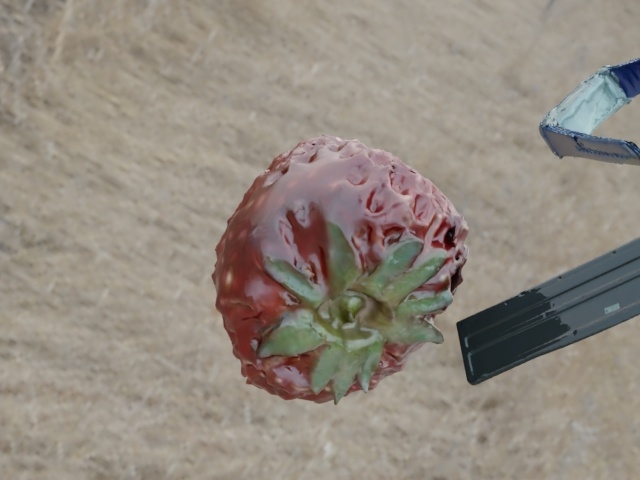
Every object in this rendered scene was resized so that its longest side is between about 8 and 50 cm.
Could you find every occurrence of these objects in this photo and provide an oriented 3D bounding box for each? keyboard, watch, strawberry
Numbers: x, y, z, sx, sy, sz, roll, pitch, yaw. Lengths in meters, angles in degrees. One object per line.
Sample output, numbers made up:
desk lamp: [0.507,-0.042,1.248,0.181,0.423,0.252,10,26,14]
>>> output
keyboard: [0.317,0.048,1.552,0.041,0.381,0.103,34,37,-38]
watch: [0.379,-0.153,1.783,0.276,0.274,0.068,-43,106,-30]
strawberry: [0.000,0.000,1.684,0.295,0.317,0.345,2,33,-26]
